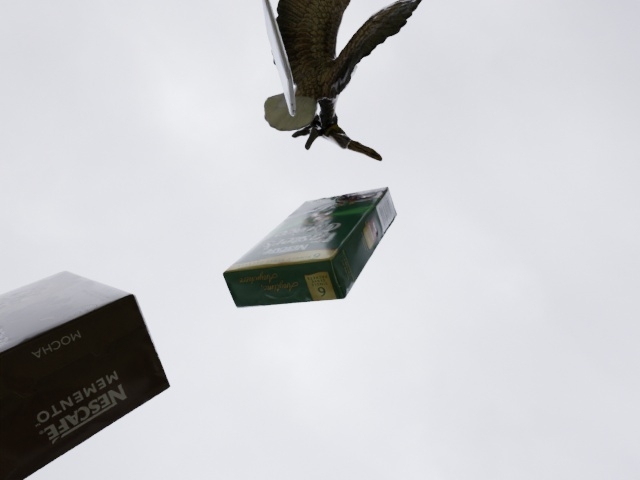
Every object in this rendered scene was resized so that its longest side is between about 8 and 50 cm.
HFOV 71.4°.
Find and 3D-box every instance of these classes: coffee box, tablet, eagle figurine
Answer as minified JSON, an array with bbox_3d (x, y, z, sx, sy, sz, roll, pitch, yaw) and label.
[{"bbox_3d":[0.000,0.000,0.442,0.184,0.113,0.040,-47,-56,-55],"label":"coffee box"},{"bbox_3d":[-0.032,-0.145,0.344,0.006,0.054,0.083,-14,-104,-5],"label":"tablet"},{"bbox_3d":[0.028,-0.316,0.764,0.226,0.298,0.225,7,-149,-12],"label":"eagle figurine"},{"bbox_3d":[-0.328,0.131,0.528,0.168,0.297,0.119,-26,-71,-37],"label":"coffee box"}]
